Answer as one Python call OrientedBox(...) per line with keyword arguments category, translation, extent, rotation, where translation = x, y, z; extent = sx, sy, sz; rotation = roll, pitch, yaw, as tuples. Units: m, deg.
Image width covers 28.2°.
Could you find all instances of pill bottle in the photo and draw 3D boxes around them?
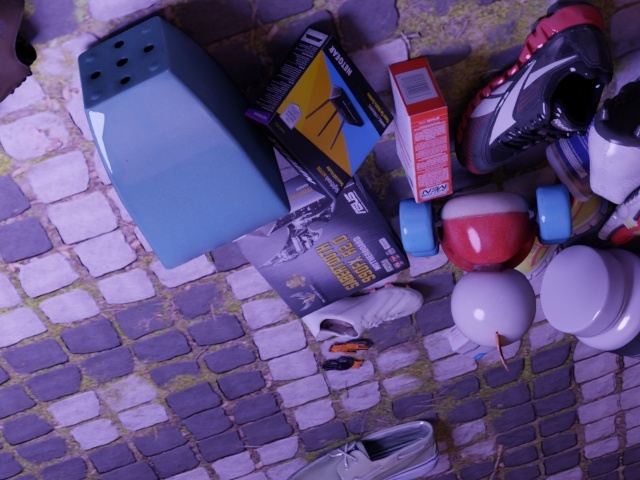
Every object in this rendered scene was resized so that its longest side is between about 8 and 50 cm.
OrientedBox(category="pill bottle", translation=(0.488, 0.102, 1.994), extent=(0.283, 0.161, 0.161), rotation=(15, 132, -36))
OrientedBox(category="pill bottle", translation=(0.397, -0.135, 1.714), extent=(0.169, 0.094, 0.094), rotation=(-36, 139, 22))

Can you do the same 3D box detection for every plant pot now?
OrientedBox(category="plant pot", translation=(-0.168, -0.121, 1.443), extent=(0.165, 0.165, 0.234), rotation=(-25, 136, 8))

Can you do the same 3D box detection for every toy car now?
OrientedBox(category="toy car", translation=(0.229, 0.057, 1.703), extent=(0.219, 0.238, 0.210), rotation=(-5, 175, 8))

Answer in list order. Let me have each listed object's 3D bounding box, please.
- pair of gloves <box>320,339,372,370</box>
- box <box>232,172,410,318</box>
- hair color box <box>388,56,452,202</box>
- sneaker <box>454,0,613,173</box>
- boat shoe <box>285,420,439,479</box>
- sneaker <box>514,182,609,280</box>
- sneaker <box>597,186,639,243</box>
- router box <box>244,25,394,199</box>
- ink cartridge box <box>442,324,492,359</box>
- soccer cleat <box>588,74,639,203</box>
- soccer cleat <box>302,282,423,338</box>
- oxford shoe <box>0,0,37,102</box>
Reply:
OrientedBox(category="pair of gloves", translation=(0.040, 0.184, 2.033), extent=(0.074, 0.010, 0.083), rotation=(-1, 142, -24))
OrientedBox(category="box", translation=(0.000, 0.000, 1.748), extent=(0.183, 0.056, 0.231), rotation=(-26, 142, 8))
OrientedBox(category="hair color box", translation=(0.127, -0.137, 1.599), extent=(0.053, 0.093, 0.167), rotation=(-15, 143, -4))
OrientedBox(category="sneaker", translation=(0.267, -0.163, 1.592), extent=(0.098, 0.135, 0.276), rotation=(9, 136, -34))
OrientedBox(category="boat shoe", translation=(0.066, 0.392, 2.248), extent=(0.302, 0.109, 0.094), rotation=(-18, 128, -15))
OrientedBox(category="sneaker", translation=(0.310, -0.022, 1.839), extent=(0.208, 0.081, 0.094), rotation=(-42, 138, 12))
OrientedBox(category="sneaker", translation=(0.473, -0.030, 1.786), extent=(0.107, 0.118, 0.279), rotation=(-53, 174, -7))
OrientedBox(category="router box", translation=(0.002, -0.149, 1.520), extent=(0.133, 0.046, 0.179), rotation=(-55, 141, -8))
OrientedBox(category="ink cartridge box", translation=(0.244, 0.163, 2.077), extent=(0.083, 0.028, 0.048), rotation=(22, 127, -40))
OrientedBox(category="soccer cleat", translation=(0.446, -0.167, 1.606), extent=(0.331, 0.116, 0.143), rotation=(-34, 144, -28))
OrientedBox(category="soccer cleat", translation=(0.066, 0.111, 1.898), extent=(0.196, 0.076, 0.068), rotation=(-3, 140, -20))
OrientedBox(category="oxford shoe", translation=(-0.352, -0.173, 1.364), extent=(0.096, 0.083, 0.227), rotation=(-5, 142, -24))
